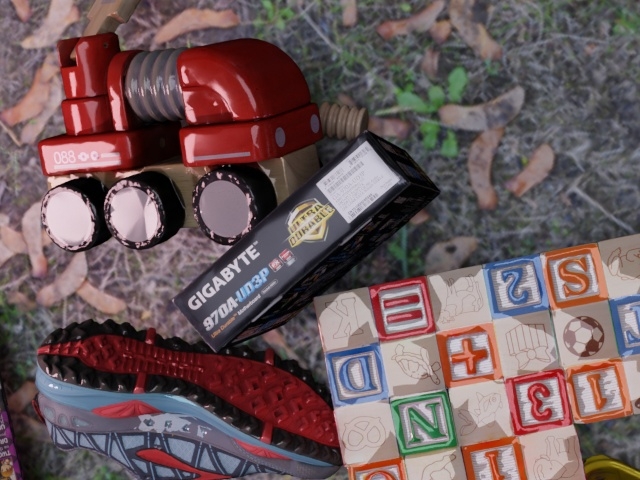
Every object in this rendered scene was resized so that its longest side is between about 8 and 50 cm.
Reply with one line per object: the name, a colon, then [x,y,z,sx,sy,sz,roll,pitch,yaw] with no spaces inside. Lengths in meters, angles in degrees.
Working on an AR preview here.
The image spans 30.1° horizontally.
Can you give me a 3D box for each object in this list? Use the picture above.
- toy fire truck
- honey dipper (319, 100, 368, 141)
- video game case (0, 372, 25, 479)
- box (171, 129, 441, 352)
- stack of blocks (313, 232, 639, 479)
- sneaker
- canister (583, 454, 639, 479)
toy fire truck: [-0.111,-0.130,0.929,0.217,0.158,0.246,-2,103,27]
honey dipper: [-0.041,-0.108,0.987,0.161,0.030,0.030,11,92,13]
video game case: [-0.370,0.176,0.981,0.232,0.042,0.210,-14,75,-15]
box: [0.000,0.000,0.882,0.175,0.220,0.051,-41,84,9]
stack of blocks: [0.157,0.097,0.901,0.297,0.087,0.171,-12,88,4]
sneaker: [-0.105,0.150,0.981,0.262,0.104,0.125,16,126,0]
canister: [0.203,0.234,0.867,0.073,0.170,0.126,24,95,10]
